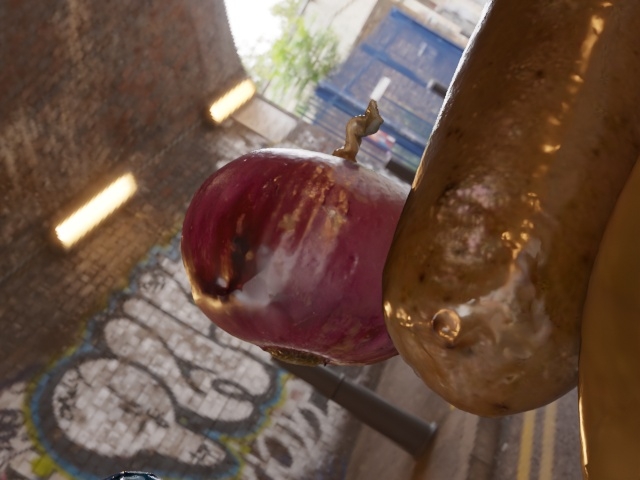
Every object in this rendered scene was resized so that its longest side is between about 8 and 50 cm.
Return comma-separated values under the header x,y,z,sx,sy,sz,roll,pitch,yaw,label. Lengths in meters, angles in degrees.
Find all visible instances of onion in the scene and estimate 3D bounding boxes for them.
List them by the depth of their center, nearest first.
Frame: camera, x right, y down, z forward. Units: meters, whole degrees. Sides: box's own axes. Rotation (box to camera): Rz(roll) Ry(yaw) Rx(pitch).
x,y,z,sx,sy,sz,roll,pitch,yaw,label
-0.004,0.010,0.560,0.177,0.177,0.153,120,159,-51,onion

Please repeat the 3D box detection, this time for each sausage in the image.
x,y,z,sx,sy,sz,roll,pitch,yaw,label
0.157,-0.149,0.449,0.501,0.123,0.136,-67,-19,-10,sausage

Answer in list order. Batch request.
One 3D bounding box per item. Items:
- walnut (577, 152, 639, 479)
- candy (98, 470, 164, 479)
x,y,z,sx,sy,sz,roll,pitch,yaw,label
0.283,0.084,0.273,0.383,0.383,0.383,-59,-1,-1,walnut
-0.137,0.168,0.549,0.136,0.088,0.038,21,-115,-56,candy
